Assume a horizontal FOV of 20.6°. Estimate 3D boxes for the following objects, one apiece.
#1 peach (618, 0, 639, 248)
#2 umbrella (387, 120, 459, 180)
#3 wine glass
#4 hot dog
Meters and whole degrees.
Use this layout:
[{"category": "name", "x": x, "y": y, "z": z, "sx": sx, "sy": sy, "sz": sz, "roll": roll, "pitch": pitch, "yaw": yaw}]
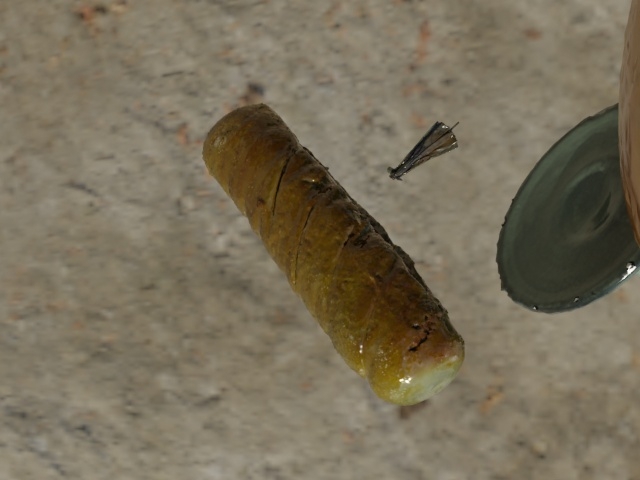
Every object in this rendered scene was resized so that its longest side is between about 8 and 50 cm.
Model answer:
[{"category": "peach", "x": 0.230, "y": -0.040, "z": 0.410, "sx": 0.308, "sy": 0.289, "sz": 0.289, "roll": -40, "pitch": 113, "yaw": -13}, {"category": "umbrella", "x": 0.098, "y": -0.083, "z": 1.643, "sx": 0.083, "sy": 0.020, "sz": 0.031, "roll": -37, "pitch": 87, "yaw": -9}, {"category": "wine glass", "x": 0.176, "y": 0.135, "z": 0.748, "sx": 0.309, "sy": 0.096, "sz": 0.264, "roll": 36, "pitch": 75, "yaw": -29}, {"category": "hot dog", "x": 0.000, "y": 0.003, "z": 1.243, "sx": 0.088, "sy": 0.286, "sz": 0.061, "roll": -46, "pitch": 144, "yaw": 3}]
